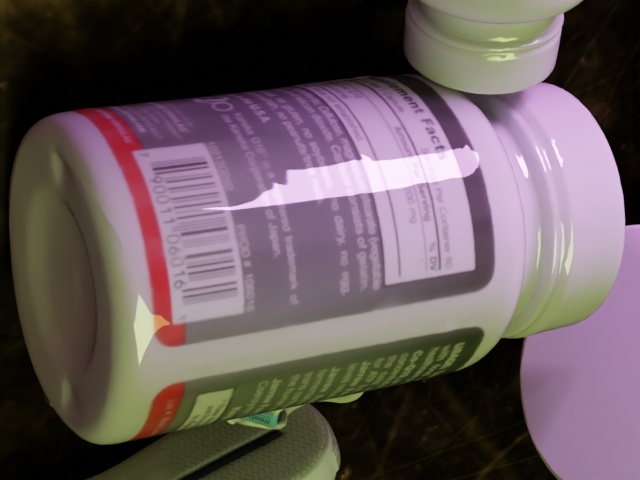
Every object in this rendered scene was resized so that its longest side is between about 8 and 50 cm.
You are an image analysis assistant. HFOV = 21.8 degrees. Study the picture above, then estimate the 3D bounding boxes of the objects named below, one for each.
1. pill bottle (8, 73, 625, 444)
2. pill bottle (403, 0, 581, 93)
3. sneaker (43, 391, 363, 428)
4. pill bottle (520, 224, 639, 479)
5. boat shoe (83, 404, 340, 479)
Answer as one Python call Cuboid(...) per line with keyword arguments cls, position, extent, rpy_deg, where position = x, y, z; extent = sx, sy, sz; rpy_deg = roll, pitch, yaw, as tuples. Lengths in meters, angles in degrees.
Cuboid(cls="pill bottle", position=(0.000, 0.000, 0.844), extent=(0.283, 0.161, 0.161), rpy_deg=(-9, 129, -27))
Cuboid(cls="pill bottle", position=(0.088, -0.172, 0.796), extent=(0.108, 0.108, 0.193), rpy_deg=(-14, 131, -23))
Cuboid(cls="sneaker", position=(-0.058, 0.073, 0.926), extent=(0.191, 0.083, 0.071), rpy_deg=(-9, 131, -25))
Cuboid(cls="pill bottle", position=(0.317, 0.101, 1.095), extent=(0.363, 0.210, 0.210), rpy_deg=(10, 119, -38))
Cuboid(cls="boat shoe", position=(-0.130, 0.208, 0.960), extent=(0.335, 0.121, 0.119), rpy_deg=(-21, 129, -20))
